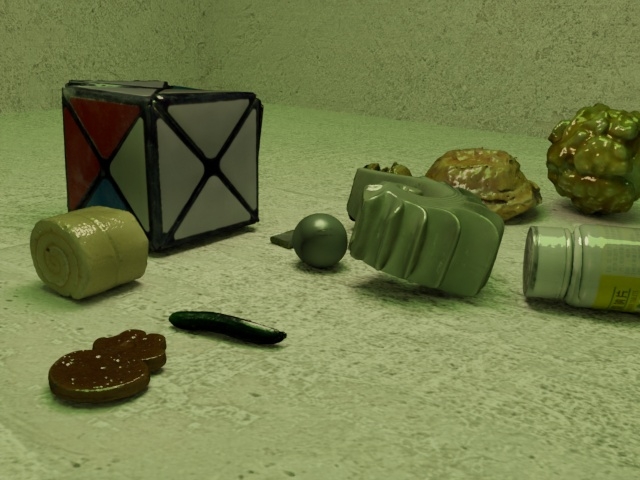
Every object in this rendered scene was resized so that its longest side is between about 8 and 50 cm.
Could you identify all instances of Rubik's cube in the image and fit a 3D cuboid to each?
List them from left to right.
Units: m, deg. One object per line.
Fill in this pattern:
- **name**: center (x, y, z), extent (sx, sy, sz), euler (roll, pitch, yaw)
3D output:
- **Rubik's cube**: center (-0.327, -0.174, 1.509), extent (0.305, 0.307, 0.310), euler (13, 18, 36)

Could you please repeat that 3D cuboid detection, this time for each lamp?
- **lamp**: center (0.000, 0.000, 1.346), extent (0.105, 0.105, 0.105), euler (2, 17, -1)

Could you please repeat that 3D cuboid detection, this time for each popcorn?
- **popcorn**: center (0.714, -0.204, 1.813), extent (0.274, 0.279, 0.335), euler (-1, -2, 24)

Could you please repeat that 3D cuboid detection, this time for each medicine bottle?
- **medicine bottle**: center (0.475, 0.045, 1.201), extent (0.258, 0.143, 0.143), euler (7, 18, 10)

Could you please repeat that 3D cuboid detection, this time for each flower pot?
- **flower pot**: center (0.182, -0.035, 1.335), extent (0.254, 0.164, 0.367), euler (14, 16, -3)

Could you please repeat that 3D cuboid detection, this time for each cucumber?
- **cucumber**: center (-0.137, 0.123, 1.042), extent (0.184, 0.036, 0.033), euler (8, 28, 20)

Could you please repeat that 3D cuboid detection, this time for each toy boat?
- **toy boat**: center (-0.044, -0.007, 1.504), extent (0.063, 0.016, 0.115), euler (19, 24, 41)

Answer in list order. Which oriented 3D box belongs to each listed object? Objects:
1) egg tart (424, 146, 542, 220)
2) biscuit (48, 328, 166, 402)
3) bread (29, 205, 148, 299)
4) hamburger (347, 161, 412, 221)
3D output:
- **egg tart**: center (0.391, -0.149, 1.819), extent (0.352, 0.150, 0.352), euler (-1, 17, 0)
- **biscuit**: center (-0.262, 0.160, 0.917), extent (0.124, 0.026, 0.175), euler (10, 19, 19)
- **bread**: center (-0.379, 0.014, 1.192), extent (0.148, 0.134, 0.141), euler (27, 27, 25)
- **hamburger**: center (0.142, -0.098, 1.595), extent (0.131, 0.159, 0.185), euler (13, 1, 23)
